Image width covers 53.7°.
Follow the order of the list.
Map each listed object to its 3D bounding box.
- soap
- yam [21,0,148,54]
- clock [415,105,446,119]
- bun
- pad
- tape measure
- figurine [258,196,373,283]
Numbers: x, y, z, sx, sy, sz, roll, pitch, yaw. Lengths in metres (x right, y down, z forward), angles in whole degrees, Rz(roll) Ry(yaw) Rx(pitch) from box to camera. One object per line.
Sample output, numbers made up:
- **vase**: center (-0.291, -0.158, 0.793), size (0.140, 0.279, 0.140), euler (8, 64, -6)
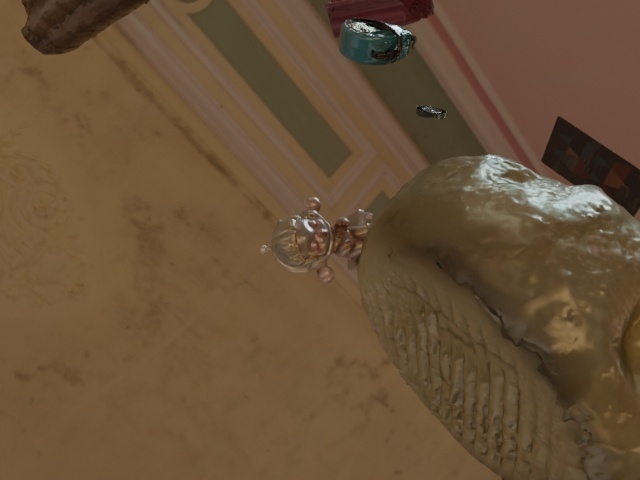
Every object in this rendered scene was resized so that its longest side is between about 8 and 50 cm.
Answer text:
- **soap**: center (0.147, -0.566, 1.511), size (0.162, 0.249, 0.099), euler (-45, -53, -42)
- **yam**: center (-0.415, -0.426, 1.116), size (0.129, 0.238, 0.128), euler (53, -148, -25)
- **clock**: center (0.297, -0.345, 1.704), size (0.085, 0.085, 0.017), euler (-6, -62, -28)
- **bun**: center (0.200, 0.072, 0.628), size (0.210, 0.359, 0.360), euler (-33, -67, -20)
- **pad**: center (0.518, -0.132, 1.197), size (0.003, 0.211, 0.143), euler (-39, -26, -17)
- **tape measure**: center (0.102, -0.402, 1.275), size (0.125, 0.146, 0.081), euler (-32, -38, -41)
- **figurine**: center (-0.003, -0.004, 1.386), size (0.256, 0.144, 0.182), euler (3, -87, -18)
